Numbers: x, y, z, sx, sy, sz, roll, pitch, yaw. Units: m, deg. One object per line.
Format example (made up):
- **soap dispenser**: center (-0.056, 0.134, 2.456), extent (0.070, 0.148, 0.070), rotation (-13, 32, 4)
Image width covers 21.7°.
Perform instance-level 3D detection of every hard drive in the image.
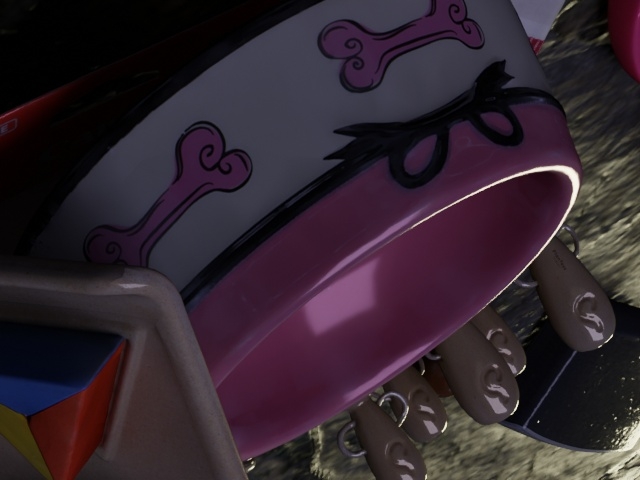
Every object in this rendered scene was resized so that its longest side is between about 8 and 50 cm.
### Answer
- **hard drive**: center (0.294, 0.149, 1.770), extent (0.254, 0.054, 0.172), rotation (16, 111, -50)

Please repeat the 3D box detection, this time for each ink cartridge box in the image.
- **ink cartridge box**: center (-0.136, -0.037, 1.115), extent (0.275, 0.060, 0.239), rotation (-28, 165, -22)

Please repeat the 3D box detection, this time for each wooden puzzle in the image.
- **wooden puzzle**: center (-0.195, 0.142, 1.048), extent (0.080, 0.322, 0.348), rotation (-61, 143, -39)

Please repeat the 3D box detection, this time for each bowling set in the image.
- **bowling set**: center (0.095, 0.089, 1.489), extent (0.287, 0.200, 0.154), rotation (-36, 100, -20)

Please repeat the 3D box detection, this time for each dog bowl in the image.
- **dog bowl**: center (0.000, 0.000, 1.125), extent (0.408, 0.150, 0.408), rotation (-33, 163, -12)

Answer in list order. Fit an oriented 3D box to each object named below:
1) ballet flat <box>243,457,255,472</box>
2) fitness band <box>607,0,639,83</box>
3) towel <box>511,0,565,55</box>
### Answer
- **ballet flat**: center (-0.164, 0.177, 1.338), extent (0.248, 0.086, 0.086), rotation (17, 111, -40)
- **fitness band**: center (0.370, -0.239, 1.495), extent (0.290, 0.054, 0.209), rotation (-23, 137, -29)
- **towel**: center (0.106, -0.173, 1.318), extent (0.237, 0.037, 0.329), rotation (2, 122, -46)
